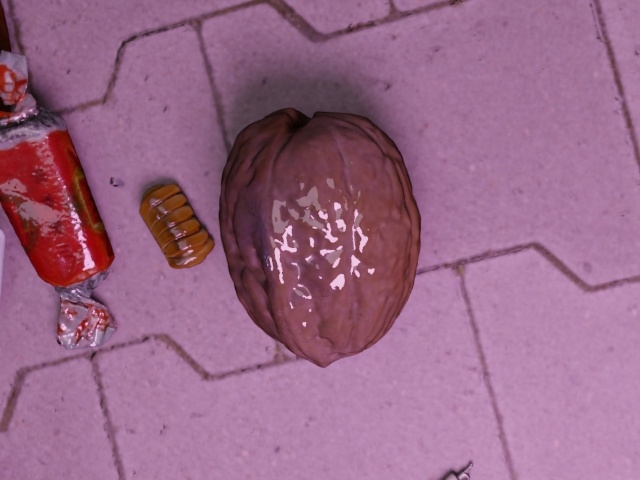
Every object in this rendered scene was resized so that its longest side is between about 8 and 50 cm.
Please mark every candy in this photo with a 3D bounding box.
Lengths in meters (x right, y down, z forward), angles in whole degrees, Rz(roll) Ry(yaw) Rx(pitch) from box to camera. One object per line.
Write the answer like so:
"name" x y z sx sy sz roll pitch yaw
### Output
"candy" -0.255 -0.035 1.112 0.086 0.059 0.292 -18 101 7

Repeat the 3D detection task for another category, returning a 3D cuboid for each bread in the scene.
"bread" -0.138 -0.015 1.120 0.049 0.033 0.088 -29 84 3

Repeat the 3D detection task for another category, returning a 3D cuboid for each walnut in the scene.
"walnut" 0.000 0.000 1.032 0.178 0.178 0.230 0 101 10

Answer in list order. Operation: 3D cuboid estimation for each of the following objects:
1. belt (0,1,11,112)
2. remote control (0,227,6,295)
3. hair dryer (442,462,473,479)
"belt" -0.399 -0.178 1.134 0.184 0.105 0.261 -1 90 10
"remote control" -0.439 -0.015 1.163 0.293 0.051 0.103 18 116 11
"hair dryer" 0.089 0.241 1.075 0.124 0.038 0.063 -43 82 1
